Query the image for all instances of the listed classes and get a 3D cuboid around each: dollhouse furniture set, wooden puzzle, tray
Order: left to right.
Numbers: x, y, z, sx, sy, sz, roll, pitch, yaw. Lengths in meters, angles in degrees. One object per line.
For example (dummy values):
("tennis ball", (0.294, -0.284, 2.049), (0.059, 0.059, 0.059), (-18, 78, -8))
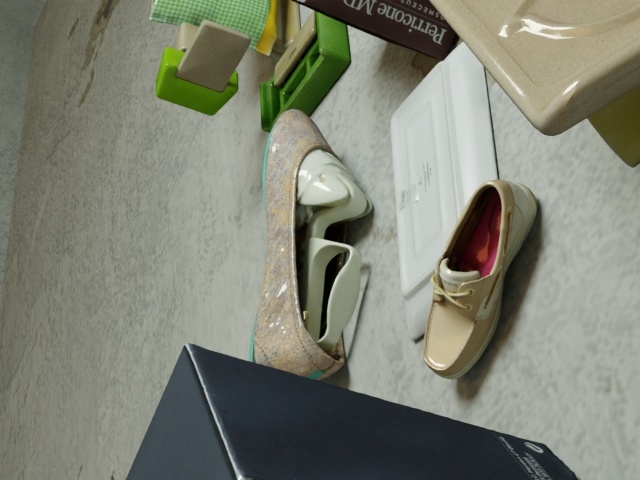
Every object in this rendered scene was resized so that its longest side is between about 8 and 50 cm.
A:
("dollhouse furniture set", (-0.094, -0.302, 1.508), (0.151, 0.197, 0.302), (-52, 31, 40))
("tray", (0.105, -0.056, 1.112), (0.145, 0.030, 0.270), (-48, 33, 45))
("wooden puzzle", (0.222, -0.210, 0.757), (0.322, 0.080, 0.348), (-31, 34, 4))

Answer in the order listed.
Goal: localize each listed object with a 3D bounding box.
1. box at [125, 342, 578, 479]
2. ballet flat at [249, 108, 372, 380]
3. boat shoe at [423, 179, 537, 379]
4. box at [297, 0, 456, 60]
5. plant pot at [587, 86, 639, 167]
("box", (0.003, 0.260, 0.783), (0.296, 0.294, 0.183), (-65, 25, 13))
("ballet flat", (0.000, 0.000, 1.241), (0.106, 0.107, 0.316), (-16, 63, 39))
("boat shoe", (0.116, 0.028, 0.970), (0.063, 0.059, 0.170), (22, 93, 36))
("box", (0.064, -0.312, 1.209), (0.203, 0.168, 0.167), (-68, 25, 9))
("plant pot", (0.217, -0.132, 0.827), (0.095, 0.134, 0.134), (-35, 38, 21))
